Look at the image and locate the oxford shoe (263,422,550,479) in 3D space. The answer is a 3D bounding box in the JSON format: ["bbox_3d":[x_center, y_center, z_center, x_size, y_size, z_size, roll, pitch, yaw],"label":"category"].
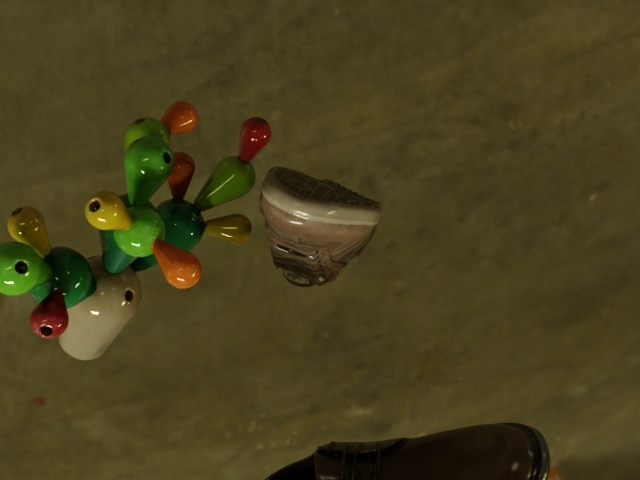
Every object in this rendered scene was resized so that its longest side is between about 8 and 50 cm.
[{"bbox_3d":[0.045,0.170,0.658,0.227,0.083,0.096,-27,137,31],"label":"oxford shoe"}]

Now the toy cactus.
[{"bbox_3d":[-0.116,0.011,0.617,0.219,0.112,0.180,-46,170,-52],"label":"toy cactus"}]

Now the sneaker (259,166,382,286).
[{"bbox_3d":[0.000,0.000,0.615,0.071,0.066,0.188,-67,167,6],"label":"sneaker"}]
